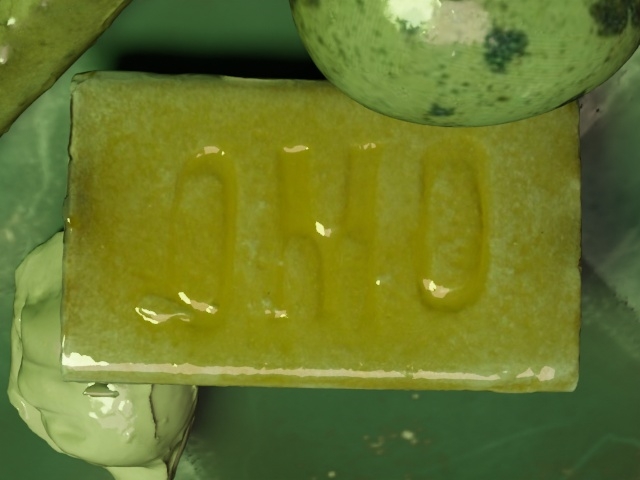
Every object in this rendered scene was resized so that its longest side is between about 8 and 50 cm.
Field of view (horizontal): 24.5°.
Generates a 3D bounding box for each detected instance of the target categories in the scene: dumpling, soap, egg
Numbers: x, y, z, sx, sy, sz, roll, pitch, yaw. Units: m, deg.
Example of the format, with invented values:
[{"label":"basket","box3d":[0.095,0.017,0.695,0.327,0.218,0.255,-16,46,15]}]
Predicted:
[{"label":"dumpling","box3d":[-0.138,0.076,0.891,0.127,0.108,0.188,5,118,16]},{"label":"soap","box3d":[0.000,0.000,0.803,0.274,0.089,0.174,1,85,-6]},{"label":"egg","box3d":[0.074,-0.125,0.727,0.181,0.141,0.141,7,126,-5]}]

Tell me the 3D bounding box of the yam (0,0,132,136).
[{"label":"yam","box3d":[-0.095,-0.163,0.725,0.371,0.083,0.083,-39,120,22]}]
